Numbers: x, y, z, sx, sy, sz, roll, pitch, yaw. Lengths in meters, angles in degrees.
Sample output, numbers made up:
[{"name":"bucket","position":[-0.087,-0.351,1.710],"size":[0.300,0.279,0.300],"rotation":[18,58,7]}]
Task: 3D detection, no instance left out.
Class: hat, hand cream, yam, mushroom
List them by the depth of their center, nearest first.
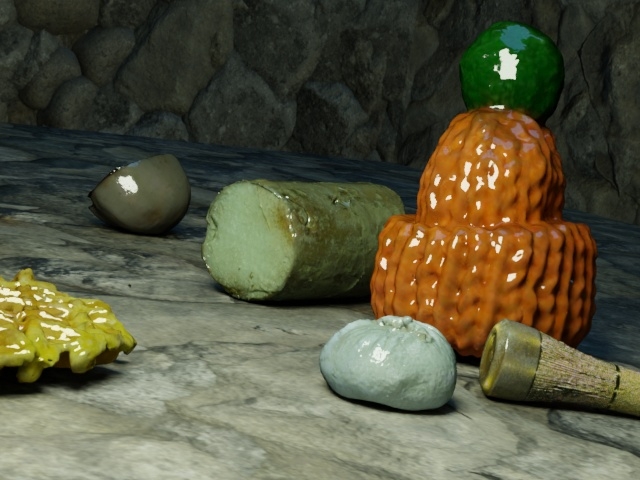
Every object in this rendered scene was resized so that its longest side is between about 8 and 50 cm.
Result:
[{"name":"hand cream","position":[0.273,0.143,1.532],"size":[0.203,0.084,0.084],"rotation":[13,7,-5]},{"name":"hat","position":[0.224,-0.055,1.733],"size":[0.285,0.400,0.285],"rotation":[12,10,-2]},{"name":"yam","position":[0.000,0.000,1.932],"size":[0.168,0.168,0.304],"rotation":[16,11,42]},{"name":"mushroom","position":[-0.273,-0.064,2.280],"size":[0.117,0.141,0.188],"rotation":[48,24,17]}]

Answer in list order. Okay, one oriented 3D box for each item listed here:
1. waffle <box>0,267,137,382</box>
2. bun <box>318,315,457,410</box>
[{"name":"waffle","position":[-0.338,0.072,1.364],"size":[0.325,0.068,0.302],"rotation":[11,8,30]},{"name":"bun","position":[0.068,0.117,1.448],"size":[0.140,0.083,0.141],"rotation":[6,9,-1]}]
